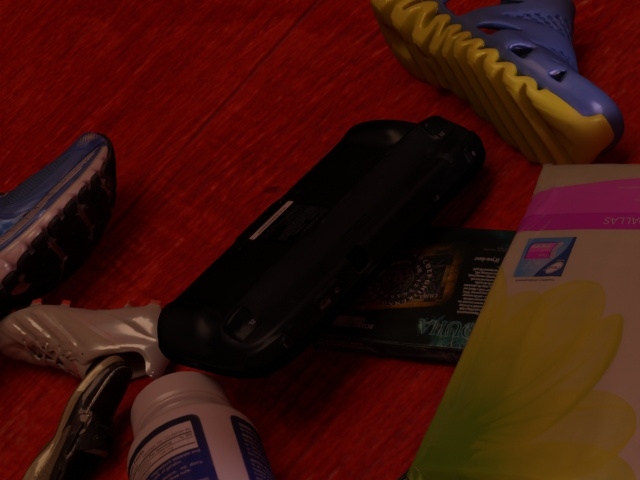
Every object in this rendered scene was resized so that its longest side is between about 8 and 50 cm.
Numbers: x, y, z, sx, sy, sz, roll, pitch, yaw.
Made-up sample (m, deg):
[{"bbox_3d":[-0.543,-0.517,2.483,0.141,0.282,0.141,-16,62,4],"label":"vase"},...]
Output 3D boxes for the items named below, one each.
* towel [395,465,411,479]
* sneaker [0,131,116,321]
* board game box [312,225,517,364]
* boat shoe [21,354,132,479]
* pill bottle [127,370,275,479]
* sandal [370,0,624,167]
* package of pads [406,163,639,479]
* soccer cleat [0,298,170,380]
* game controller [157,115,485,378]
[{"bbox_3d":[0.160,0.238,1.308,0.312,0.056,0.324,-39,42,-4],"label":"towel"},{"bbox_3d":[-0.326,-0.001,1.741,0.147,0.130,0.330,42,68,18],"label":"sneaker"},{"bbox_3d":[0.091,0.043,1.551,0.186,0.026,0.126,4,54,36],"label":"board game box"},{"bbox_3d":[-0.200,0.172,1.603,0.049,0.056,0.152,30,90,30],"label":"boat shoe"},{"bbox_3d":[-0.092,0.194,1.469,0.112,0.112,0.187,-30,39,6],"label":"pill bottle"},{"bbox_3d":[0.170,-0.175,1.635,0.138,0.126,0.317,-36,43,-7],"label":"sandal"},{"bbox_3d":[0.222,0.079,1.305,0.229,0.101,0.296,2,53,38],"label":"package of pads"},{"bbox_3d":[-0.219,0.096,1.680,0.196,0.068,0.076,-4,54,27],"label":"soccer cleat"},{"bbox_3d":[0.000,0.000,1.583,0.319,0.067,0.166,-44,24,-28],"label":"game controller"}]
